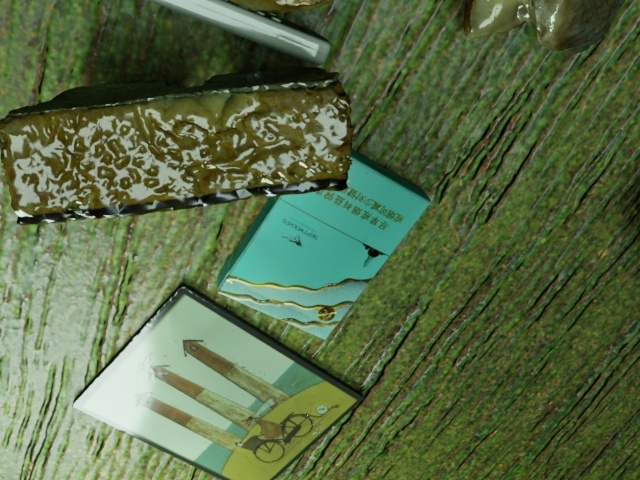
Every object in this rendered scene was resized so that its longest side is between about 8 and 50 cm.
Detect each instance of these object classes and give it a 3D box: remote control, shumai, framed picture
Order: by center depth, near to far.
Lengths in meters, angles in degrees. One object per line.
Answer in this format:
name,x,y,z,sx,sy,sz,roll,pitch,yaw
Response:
shumai,0.219,-0.262,0.664,0.153,0.209,0.161,19,132,30
remote control,-0.081,-0.216,0.666,0.190,0.087,0.029,17,110,-17
framed picture,-0.134,0.222,0.956,0.324,0.013,0.244,36,108,-26

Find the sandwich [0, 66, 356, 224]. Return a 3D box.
sandwich,-0.115,-0.100,0.635,0.273,0.249,0.095,-7,108,-5

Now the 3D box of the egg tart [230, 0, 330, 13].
egg tart,-0.040,-0.338,0.568,0.288,0.118,0.288,-3,105,-11

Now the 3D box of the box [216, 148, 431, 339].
box,0.000,0.000,0.831,0.162,0.041,0.229,27,112,-22
